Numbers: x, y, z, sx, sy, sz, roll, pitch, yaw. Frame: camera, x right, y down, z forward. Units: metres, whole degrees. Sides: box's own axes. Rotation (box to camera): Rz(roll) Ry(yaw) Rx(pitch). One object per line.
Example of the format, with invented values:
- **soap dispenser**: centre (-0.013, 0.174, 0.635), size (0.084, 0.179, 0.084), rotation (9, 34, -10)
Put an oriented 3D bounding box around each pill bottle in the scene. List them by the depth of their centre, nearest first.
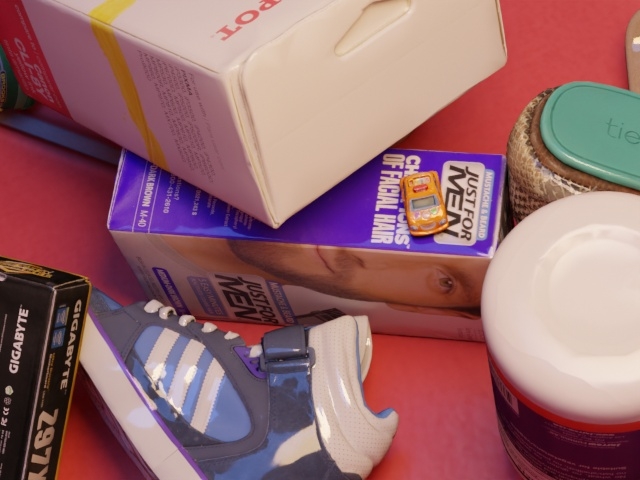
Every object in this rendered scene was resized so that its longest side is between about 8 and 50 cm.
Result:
- **pill bottle**: centre (0.226, 0.107, 1.362), size (0.181, 0.323, 0.181), rotation (-4, 63, 8)

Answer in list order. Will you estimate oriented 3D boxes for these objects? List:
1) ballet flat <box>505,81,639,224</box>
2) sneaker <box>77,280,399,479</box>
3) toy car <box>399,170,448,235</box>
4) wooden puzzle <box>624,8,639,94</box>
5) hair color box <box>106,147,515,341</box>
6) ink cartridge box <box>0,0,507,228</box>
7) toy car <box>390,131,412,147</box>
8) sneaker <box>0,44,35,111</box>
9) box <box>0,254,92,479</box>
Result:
- **ballet flat**: centre (0.385, -0.003, 1.402), size (0.482, 0.182, 0.164), rotation (14, 55, 10)
- **sneaker**: centre (-0.076, 0.112, 1.531), size (0.236, 0.130, 0.323), rotation (-31, 60, -14)
- **toy car**: centre (0.047, -0.039, 1.417), size (0.122, 0.040, 0.060), rotation (4, 65, 11)
- **wooden puzzle**: centre (0.450, -0.058, 1.552), size (0.322, 0.080, 0.348), rotation (-4, 67, 8)
- **hair color box**: centre (0.000, 0.000, 1.534), size (0.338, 0.185, 0.110), rotation (3, 64, 11)
- **ink cartridge box**: centre (-0.074, -0.199, 1.475), size (0.279, 0.160, 0.384), rotation (-37, 41, -24)
- **toy car**: centre (0.004, -0.169, 1.675), size (0.155, 0.149, 0.188), rotation (-45, 37, -18)
- **sneaker**: centre (-0.298, -0.270, 1.738), size (0.109, 0.123, 0.296), rotation (18, 89, 46)
- **box**: centre (-0.352, 0.161, 1.489), size (0.257, 0.079, 0.322), rotation (13, 97, 17)
